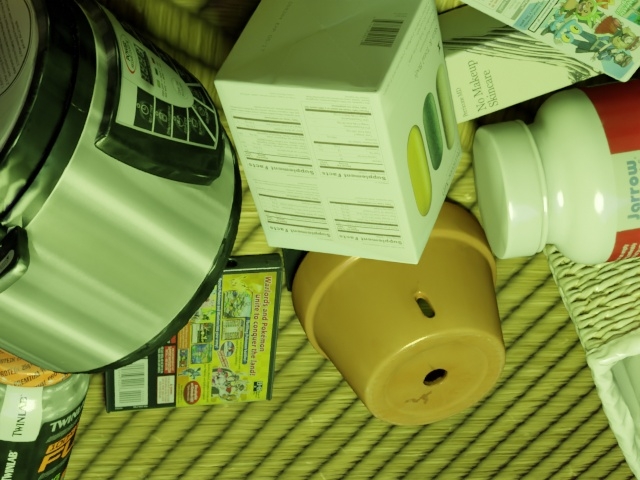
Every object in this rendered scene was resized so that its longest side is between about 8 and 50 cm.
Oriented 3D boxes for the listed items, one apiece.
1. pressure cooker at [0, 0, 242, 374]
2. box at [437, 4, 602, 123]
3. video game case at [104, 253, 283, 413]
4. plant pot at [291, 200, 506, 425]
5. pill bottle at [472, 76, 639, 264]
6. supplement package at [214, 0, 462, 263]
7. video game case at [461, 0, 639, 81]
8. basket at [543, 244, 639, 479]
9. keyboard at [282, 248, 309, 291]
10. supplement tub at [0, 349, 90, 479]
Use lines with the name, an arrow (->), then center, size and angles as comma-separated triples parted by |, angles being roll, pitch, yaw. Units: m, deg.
pressure cooker -> -0.330, -0.078, 1.414 | 0.369, 0.376, 0.420 | 11, 162, 40
box -> 0.271, -0.249, 1.632 | 0.275, 0.094, 0.113 | -20, 133, 4
video game case -> -0.185, 0.136, 1.914 | 0.248, 0.035, 0.275 | -3, 132, -11
plant pot -> 0.127, 0.114, 1.834 | 0.290, 0.203, 0.291 | -12, 137, -12
pill bottle -> 0.413, -0.094, 1.717 | 0.407, 0.229, 0.229 | -10, 133, -6
supplement package -> 0.031, -0.141, 1.554 | 0.198, 0.199, 0.263 | 7, 138, 22
video game case -> 0.310, -0.357, 1.443 | 0.300, 0.036, 0.329 | 22, 123, -22
basket -> 0.535, 0.121, 1.920 | 0.331, 0.266, 0.328 | -23, 133, 9
keyboard -> 0.000, 0.000, 1.845 | 0.108, 0.023, 0.180 | -6, 134, -1
supplement tub -> -0.426, 0.234, 1.835 | 0.193, 0.194, 0.316 | 5, 131, -19
